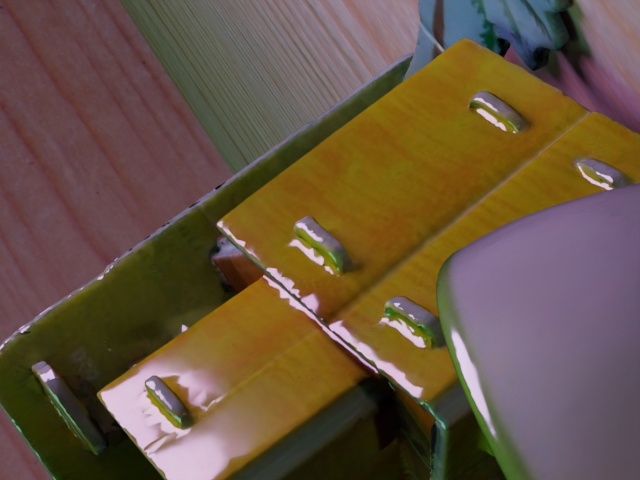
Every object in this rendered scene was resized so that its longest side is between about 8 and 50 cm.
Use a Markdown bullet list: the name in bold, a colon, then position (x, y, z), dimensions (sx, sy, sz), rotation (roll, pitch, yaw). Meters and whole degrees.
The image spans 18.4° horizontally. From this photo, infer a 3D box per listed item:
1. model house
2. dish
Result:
- **model house**: position (0.000, 0.000, 0.892), dimensions (0.340, 0.300, 0.323), rotation (56, 166, -7)
- **dish**: position (0.179, 0.093, 0.504), dimensions (0.324, 0.124, 0.324), rotation (46, -168, -13)
